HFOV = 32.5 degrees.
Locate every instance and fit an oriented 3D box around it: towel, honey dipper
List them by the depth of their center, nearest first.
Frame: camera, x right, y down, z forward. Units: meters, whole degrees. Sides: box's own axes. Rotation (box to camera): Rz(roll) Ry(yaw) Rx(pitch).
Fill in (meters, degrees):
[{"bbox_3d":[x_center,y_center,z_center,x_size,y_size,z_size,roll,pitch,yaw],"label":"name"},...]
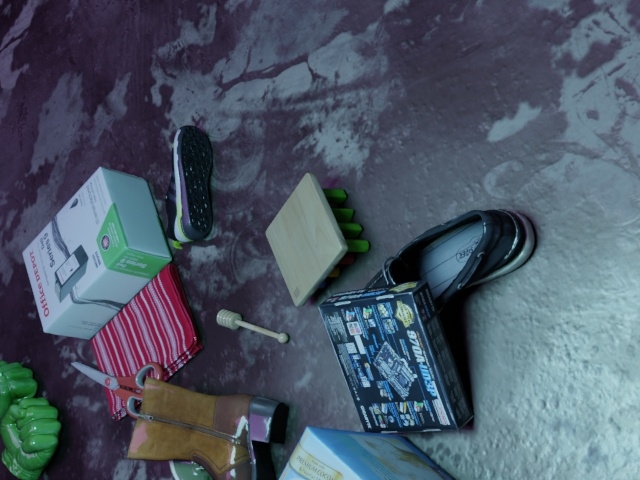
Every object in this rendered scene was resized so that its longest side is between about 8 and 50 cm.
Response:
[{"bbox_3d":[-0.116,0.153,1.914,0.161,0.030,0.030,16,90,39],"label":"honey dipper"},{"bbox_3d":[-0.339,0.194,2.102,0.275,0.031,0.198,-42,54,27],"label":"towel"}]

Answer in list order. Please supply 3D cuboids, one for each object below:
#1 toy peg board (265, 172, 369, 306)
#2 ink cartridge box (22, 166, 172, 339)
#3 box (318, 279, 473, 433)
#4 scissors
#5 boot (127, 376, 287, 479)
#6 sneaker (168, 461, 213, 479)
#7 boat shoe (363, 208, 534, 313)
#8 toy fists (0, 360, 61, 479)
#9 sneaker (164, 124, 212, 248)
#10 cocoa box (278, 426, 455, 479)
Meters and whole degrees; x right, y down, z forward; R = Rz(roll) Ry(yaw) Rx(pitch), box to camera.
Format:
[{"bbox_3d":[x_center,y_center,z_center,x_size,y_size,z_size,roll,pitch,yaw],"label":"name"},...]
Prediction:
[{"bbox_3d":[0.000,0.000,1.827,0.160,0.079,0.161,-53,48,39],"label":"toy peg board"},{"bbox_3d":[-0.448,0.031,2.178,0.289,0.122,0.211,-42,54,27],"label":"ink cartridge box"},{"bbox_3d":[0.109,0.176,1.615,0.175,0.051,0.220,-12,103,40],"label":"box"},{"bbox_3d":[-0.395,0.283,2.094,0.297,0.021,0.109,-4,78,41],"label":"scissors"},{"bbox_3d":[-0.212,0.374,1.843,0.281,0.096,0.264,4,81,25],"label":"boot"},{"bbox_3d":[-0.223,0.363,1.929,0.086,0.064,0.192,-53,47,25],"label":"sneaker"},{"bbox_3d":[0.151,0.052,1.636,0.340,0.113,0.127,-28,62,34],"label":"boat shoe"},{"bbox_3d":[-0.629,0.361,2.278,0.279,0.096,0.142,44,108,41],"label":"toy fists"},{"bbox_3d":[-0.266,-0.103,2.073,0.097,0.084,0.234,-15,70,40],"label":"sneaker"},{"bbox_3d":[0.105,0.443,1.497,0.347,0.231,0.228,36,105,42],"label":"cocoa box"}]
